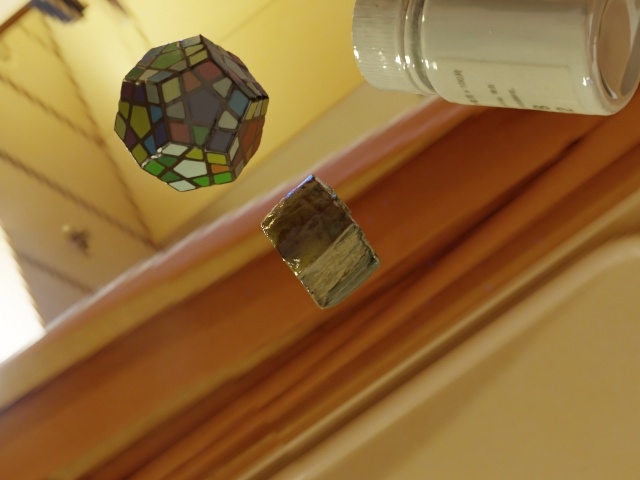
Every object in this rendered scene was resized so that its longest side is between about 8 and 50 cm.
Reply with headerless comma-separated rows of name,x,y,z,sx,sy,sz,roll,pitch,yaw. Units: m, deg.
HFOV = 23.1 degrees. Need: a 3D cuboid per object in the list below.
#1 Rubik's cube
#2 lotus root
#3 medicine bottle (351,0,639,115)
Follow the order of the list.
Rubik's cube,-0.109,-0.107,1.326,0.133,0.133,0.112,52,170,-7
lotus root,0.000,0.000,2.191,0.138,0.119,0.235,54,180,25
medicine bottle,0.163,-0.193,1.445,0.144,0.252,0.145,-21,-65,-56
